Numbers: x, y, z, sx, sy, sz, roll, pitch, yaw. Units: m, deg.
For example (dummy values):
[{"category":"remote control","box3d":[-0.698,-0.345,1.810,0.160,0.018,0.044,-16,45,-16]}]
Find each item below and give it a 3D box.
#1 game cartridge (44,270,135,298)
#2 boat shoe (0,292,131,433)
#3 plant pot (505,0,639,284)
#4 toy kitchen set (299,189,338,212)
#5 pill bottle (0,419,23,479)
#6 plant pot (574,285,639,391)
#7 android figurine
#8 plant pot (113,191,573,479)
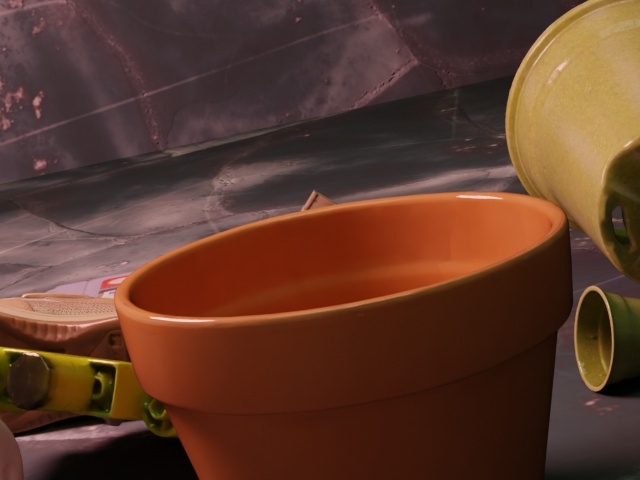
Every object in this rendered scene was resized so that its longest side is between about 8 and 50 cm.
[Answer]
[{"category":"game cartridge","box3d":[-0.163,0.071,1.721,0.294,0.060,0.196,-11,16,-1]},{"category":"boat shoe","box3d":[-0.249,0.108,1.493,0.341,0.121,0.110,1,9,7]},{"category":"plant pot","box3d":[0.332,-0.077,1.569,0.276,0.276,0.254,-10,24,3]},{"category":"toy kitchen set","box3d":[0.000,0.000,1.876,0.068,0.083,0.075,30,10,-7]},{"category":"pill bottle","box3d":[-0.324,0.173,1.240,0.187,0.112,0.112,0,16,43]},{"category":"plant pot","box3d":[0.253,0.077,1.298,0.079,0.083,0.083,-1,10,-13]},{"category":"android figurine","box3d":[-0.175,0.119,1.294,0.248,0.056,0.273,4,-7,30]},{"category":"plant pot","box3d":[0.030,0.100,1.057,0.291,0.203,0.291,-11,12,2]}]
